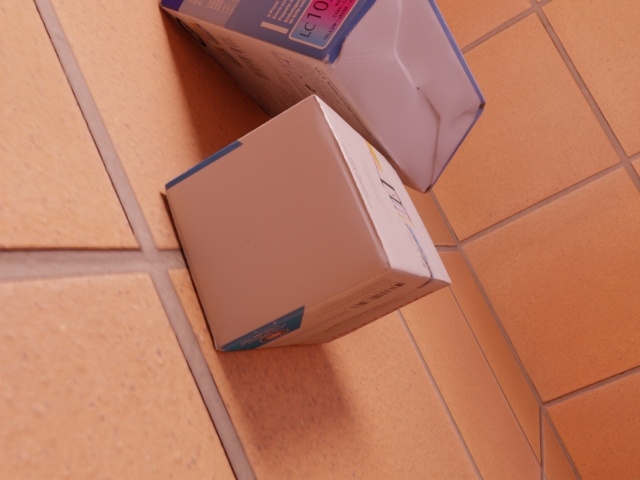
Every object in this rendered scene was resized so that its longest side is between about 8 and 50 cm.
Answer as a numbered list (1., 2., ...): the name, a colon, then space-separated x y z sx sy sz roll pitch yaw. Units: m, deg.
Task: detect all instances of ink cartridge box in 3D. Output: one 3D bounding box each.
1. ink cartridge box: -0.019 -0.247 0.780 0.396 0.151 0.270 31 -6 40
2. ink cartridge box: 0.000 0.000 0.603 0.233 0.171 0.168 19 45 -66
